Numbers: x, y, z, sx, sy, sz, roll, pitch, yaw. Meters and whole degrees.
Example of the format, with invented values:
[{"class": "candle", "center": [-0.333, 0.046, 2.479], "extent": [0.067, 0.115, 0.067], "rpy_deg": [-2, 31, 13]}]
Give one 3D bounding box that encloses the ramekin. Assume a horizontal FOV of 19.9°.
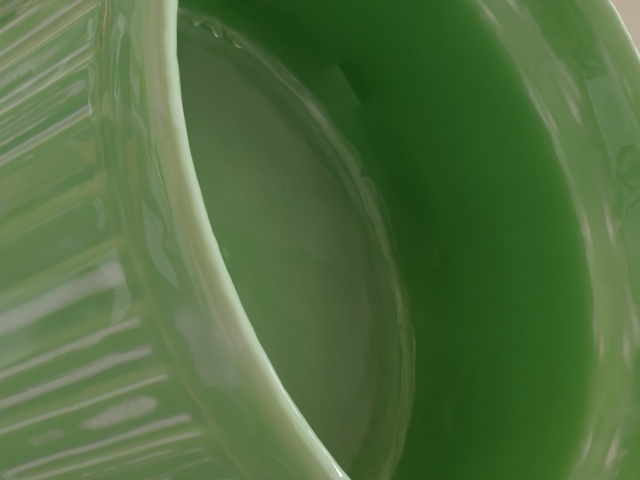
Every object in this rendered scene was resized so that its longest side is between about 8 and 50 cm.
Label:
[{"class": "ramekin", "center": [0.000, 0.000, 0.659], "extent": [0.148, 0.303, 0.303], "rpy_deg": [-22, -5, 37]}]
